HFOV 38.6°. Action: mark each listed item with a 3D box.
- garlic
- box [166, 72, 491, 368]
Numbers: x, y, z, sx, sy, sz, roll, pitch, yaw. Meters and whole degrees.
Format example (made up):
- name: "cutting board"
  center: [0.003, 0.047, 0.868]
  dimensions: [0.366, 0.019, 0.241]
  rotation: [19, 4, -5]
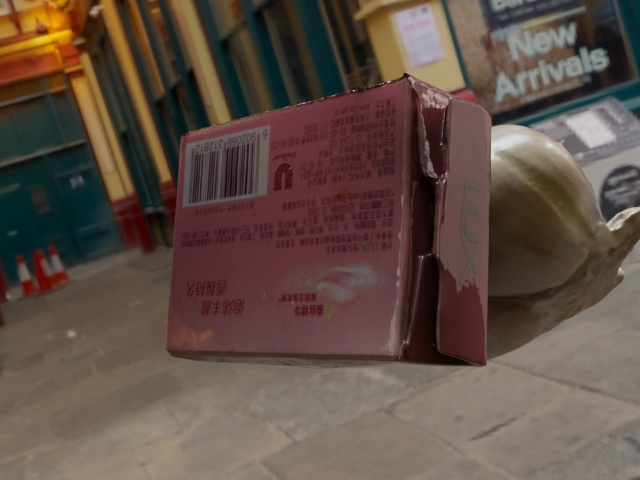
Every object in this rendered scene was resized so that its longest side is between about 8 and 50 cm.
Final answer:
- name: "garlic"
  center: [0.090, 0.000, 0.480]
  dimensions: [0.124, 0.099, 0.174]
  rotation: [-31, -30, -13]
- name: "box"
  center: [0.000, 0.000, 0.395]
  dimensions: [0.060, 0.111, 0.156]
  rotation: [12, -11, -43]
